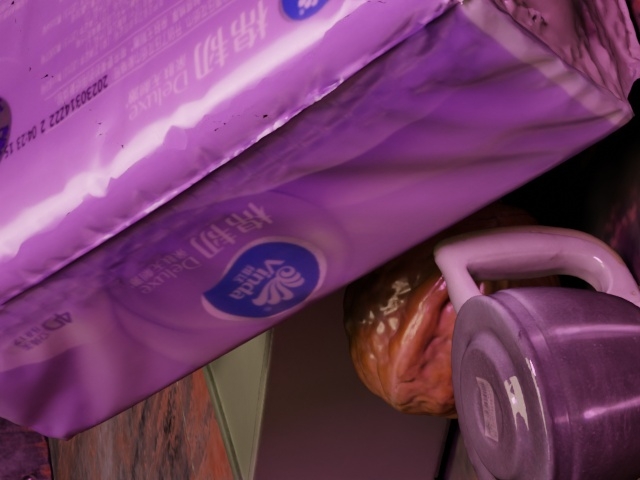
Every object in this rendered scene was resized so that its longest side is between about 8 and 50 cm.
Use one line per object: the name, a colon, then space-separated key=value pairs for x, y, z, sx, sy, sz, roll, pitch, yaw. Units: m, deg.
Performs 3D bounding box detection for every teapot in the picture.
teapot: x=0.103 y=0.045 z=0.685 sx=0.092 sy=0.091 sz=0.124 roll=139 pitch=120 yaw=-69

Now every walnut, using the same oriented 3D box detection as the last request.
walnut: x=0.063 y=0.030 z=0.804 sx=0.124 sy=0.105 sz=0.105 roll=105 pitch=156 yaw=-46

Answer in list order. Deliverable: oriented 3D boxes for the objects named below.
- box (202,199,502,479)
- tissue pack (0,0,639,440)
box: x=0.000 y=0.000 z=0.980 sx=0.225 sy=0.117 sz=0.225 roll=-112 pitch=24 yaw=-48
tissue pack: x=-0.043 y=-0.088 z=0.763 sx=0.338 sy=0.160 sz=0.242 roll=-30 pitch=48 yaw=29
